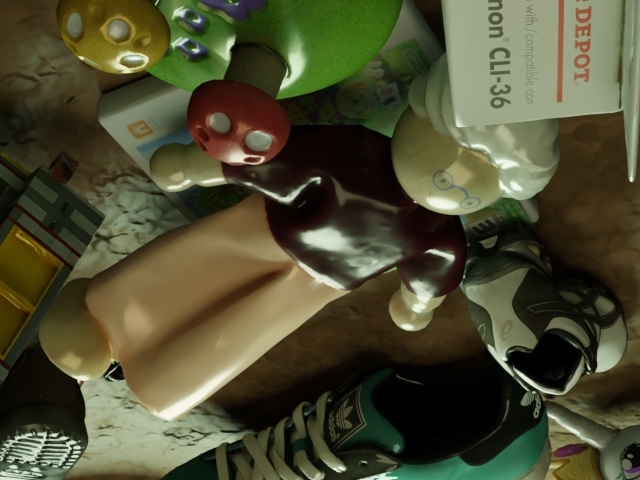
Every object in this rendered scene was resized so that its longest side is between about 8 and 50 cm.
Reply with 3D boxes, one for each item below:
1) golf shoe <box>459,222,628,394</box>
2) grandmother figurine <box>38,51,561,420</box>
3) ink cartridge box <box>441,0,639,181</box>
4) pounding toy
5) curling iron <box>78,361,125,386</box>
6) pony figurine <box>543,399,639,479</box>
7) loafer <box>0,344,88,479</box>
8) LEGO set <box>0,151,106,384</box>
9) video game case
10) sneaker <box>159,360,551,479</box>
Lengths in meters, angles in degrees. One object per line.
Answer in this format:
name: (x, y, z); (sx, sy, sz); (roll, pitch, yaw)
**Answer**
golf shoe: (0.148, 0.067, 1.037); (0.077, 0.094, 0.198); (-27, 147, 25)
grandmother figurine: (0.000, 0.000, 0.920); (0.208, 0.104, 0.342); (22, 138, -39)
ink cartridge box: (0.074, -0.124, 0.583); (0.067, 0.198, 0.115); (-6, 137, 4)
pounding toy: (-0.061, -0.119, 0.750); (0.183, 0.110, 0.237); (13, 149, 11)
curling iron: (-0.190, 0.138, 1.161); (0.068, 0.035, 0.274); (19, 136, -24)
pony figurine: (0.369, 0.192, 1.115); (0.363, 0.303, 0.351); (-34, 99, 37)
loafer: (-0.207, 0.133, 1.099); (0.080, 0.078, 0.220); (14, 150, -24)
LEGO set: (-0.285, 0.010, 0.927); (0.255, 0.192, 0.331); (36, 142, -11)
video game case: (0.004, -0.047, 0.955); (0.193, 0.023, 0.212); (-19, 138, 19)
sneaker: (0.012, 0.148, 1.138); (0.302, 0.108, 0.121); (-15, 139, 3)
